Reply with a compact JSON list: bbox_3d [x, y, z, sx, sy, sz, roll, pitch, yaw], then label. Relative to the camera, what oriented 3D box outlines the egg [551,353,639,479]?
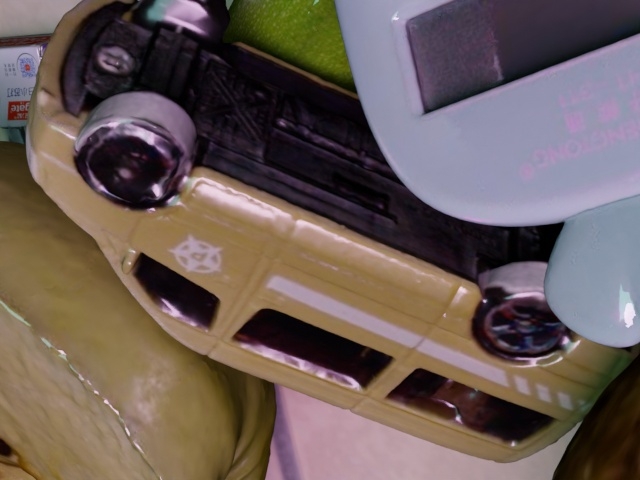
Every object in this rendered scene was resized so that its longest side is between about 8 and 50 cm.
[{"bbox_3d":[0.180,0.146,0.385,0.238,0.238,0.289,23,77,23],"label":"egg"}]

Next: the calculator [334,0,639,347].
[{"bbox_3d":[0.082,-0.110,0.383,0.185,0.041,0.298,-19,81,35],"label":"calculator"}]

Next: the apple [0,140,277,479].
[{"bbox_3d":[-0.155,0.099,0.595,0.258,0.233,0.295,19,104,10],"label":"apple"}]

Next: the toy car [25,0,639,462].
[{"bbox_3d":[0.000,0.000,0.483,0.257,0.101,0.124,22,131,-13],"label":"toy car"}]

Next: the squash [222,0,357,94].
[{"bbox_3d":[0.048,-0.145,0.482,0.082,0.082,0.292,49,121,8],"label":"squash"}]

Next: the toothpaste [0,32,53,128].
[{"bbox_3d":[-0.220,-0.091,0.686,0.196,0.040,0.047,2,111,31],"label":"toothpaste"}]
